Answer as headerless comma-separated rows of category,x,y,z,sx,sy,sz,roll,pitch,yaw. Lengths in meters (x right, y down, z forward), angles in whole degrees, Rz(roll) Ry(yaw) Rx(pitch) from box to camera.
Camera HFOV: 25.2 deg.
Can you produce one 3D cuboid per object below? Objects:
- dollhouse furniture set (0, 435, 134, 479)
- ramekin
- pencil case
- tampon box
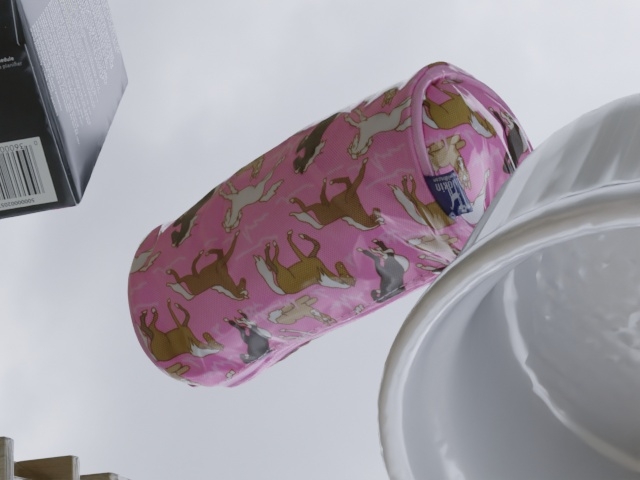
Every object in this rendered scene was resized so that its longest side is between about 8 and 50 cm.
dollhouse furniture set,-0.182,0.188,0.766,0.129,0.183,0.129,-8,-109,15
ramekin,0.176,0.064,0.636,0.277,0.277,0.135,-35,-164,37
pencil case,0.000,0.000,1.231,0.386,0.160,0.167,-27,-141,38
tampon box,-0.170,-0.082,0.678,0.120,0.101,0.161,-9,-156,6
